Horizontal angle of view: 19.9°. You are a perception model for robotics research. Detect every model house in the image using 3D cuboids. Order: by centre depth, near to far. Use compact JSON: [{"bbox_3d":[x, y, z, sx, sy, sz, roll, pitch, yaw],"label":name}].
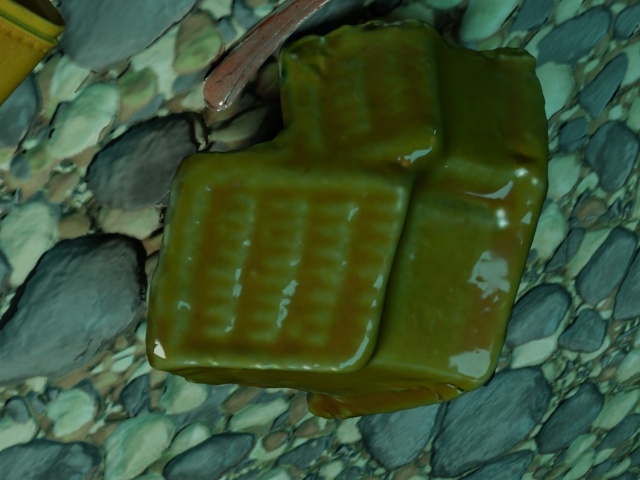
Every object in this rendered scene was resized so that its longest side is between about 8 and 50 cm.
[{"bbox_3d":[-0.001,-0.011,1.127,0.239,0.173,0.268,11,93,-38],"label":"model house"}]

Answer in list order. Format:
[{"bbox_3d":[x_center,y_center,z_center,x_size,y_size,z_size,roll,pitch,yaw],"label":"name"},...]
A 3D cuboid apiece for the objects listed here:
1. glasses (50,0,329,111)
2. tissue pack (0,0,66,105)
[{"bbox_3d":[-0.012,-0.201,0.958,0.268,0.118,0.234,-28,156,19],"label":"glasses"},{"bbox_3d":[-0.273,-0.055,0.756,0.274,0.145,0.194,-48,147,11],"label":"tissue pack"}]
